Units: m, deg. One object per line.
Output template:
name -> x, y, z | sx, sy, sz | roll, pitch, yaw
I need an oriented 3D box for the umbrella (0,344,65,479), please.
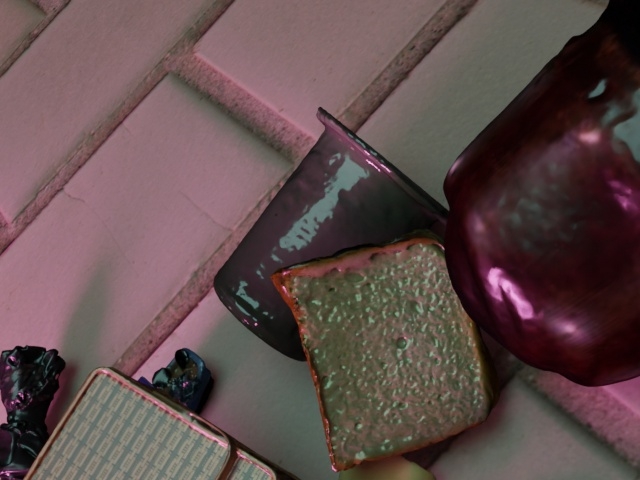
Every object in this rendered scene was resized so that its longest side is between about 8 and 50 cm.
umbrella -> -0.469, 0.304, 1.442 | 0.122, 0.110, 0.273 | -22, 57, 21

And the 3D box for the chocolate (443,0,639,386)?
chocolate -> 0.299, -0.028, 0.986 | 0.331, 0.383, 0.384 | -32, 48, 26

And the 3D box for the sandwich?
sandwich -> 0.081, 0.123, 1.086 | 0.226, 0.087, 0.251 | -17, 88, -1

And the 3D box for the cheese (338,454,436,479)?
cheese -> 0.065, 0.351, 1.040 | 0.127, 0.050, 0.255 | -12, 40, 25

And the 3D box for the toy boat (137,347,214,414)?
toy boat -> -0.247, 0.259, 1.320 | 0.100, 0.097, 0.223 | 26, 78, 46

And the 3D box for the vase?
vase -> 0.000, 0.000, 1.235 | 0.291, 0.245, 0.245 | -49, 47, 6

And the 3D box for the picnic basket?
picnic basket -> -0.192, 0.327, 1.133 | 0.312, 0.175, 0.228 | 28, 79, 22
